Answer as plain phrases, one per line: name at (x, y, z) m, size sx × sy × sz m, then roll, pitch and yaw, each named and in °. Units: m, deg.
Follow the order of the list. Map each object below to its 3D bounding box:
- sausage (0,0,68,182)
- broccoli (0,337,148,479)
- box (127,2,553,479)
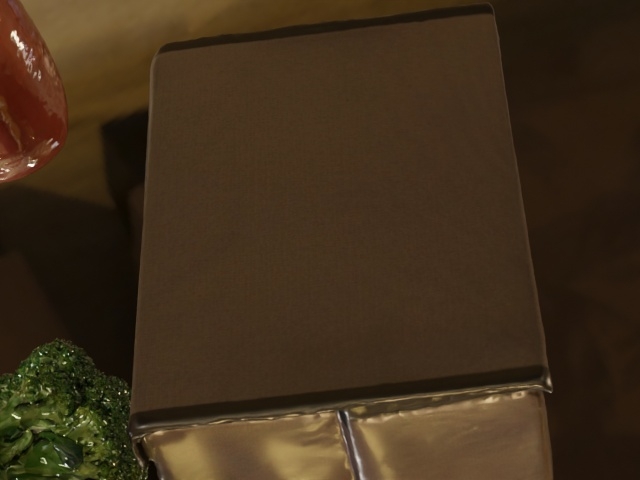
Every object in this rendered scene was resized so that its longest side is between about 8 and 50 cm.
sausage at (-0.294, -0.142, 1.464) m, size 0.148 × 0.148 × 0.254 m, roll -32°, pitch 136°, yaw -4°
broccoli at (-0.206, 0.173, 1.346) m, size 0.156 × 0.195 × 0.195 m, roll -23°, pitch 142°, yaw -31°
box at (0.014, 0.030, 0.846) m, size 0.188 × 0.252 × 0.153 m, roll -7°, pitch 133°, yaw 2°
